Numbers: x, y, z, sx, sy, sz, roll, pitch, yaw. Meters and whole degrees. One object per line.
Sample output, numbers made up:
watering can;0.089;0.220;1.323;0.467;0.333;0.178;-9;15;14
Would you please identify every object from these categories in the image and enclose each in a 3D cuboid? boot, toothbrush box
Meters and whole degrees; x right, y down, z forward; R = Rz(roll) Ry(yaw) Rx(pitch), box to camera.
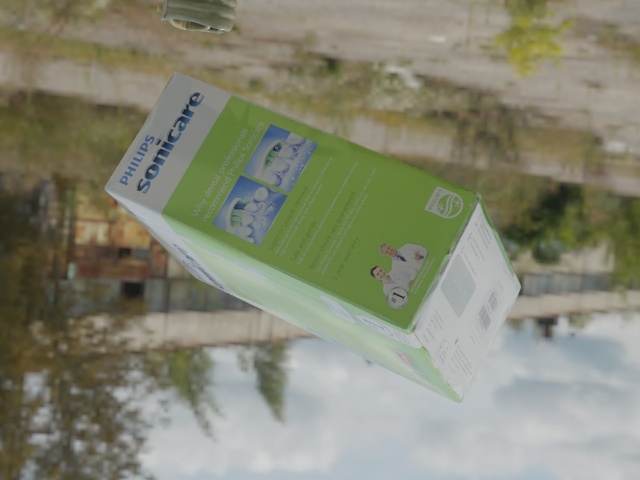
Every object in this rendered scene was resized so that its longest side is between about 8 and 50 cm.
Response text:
boot;-0.125;-0.292;1.363;0.077;0.165;0.213;7;-169;-28
toothbrush box;0.000;0.000;1.114;0.283;0.122;0.206;22;167;25
